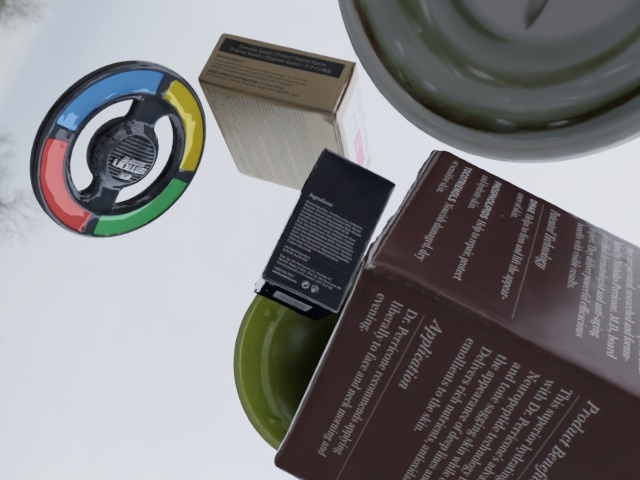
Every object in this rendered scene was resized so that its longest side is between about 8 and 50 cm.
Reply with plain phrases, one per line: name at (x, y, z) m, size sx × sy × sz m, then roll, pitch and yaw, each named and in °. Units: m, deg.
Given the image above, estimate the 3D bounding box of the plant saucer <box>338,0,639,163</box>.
plant saucer at (0.193, -0.267, 0.642) m, size 0.400 × 0.100 × 0.401 m, roll 7°, pitch -78°, yaw 37°

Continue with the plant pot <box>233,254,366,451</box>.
plant pot at (0.054, 0.182, 1.089) m, size 0.275 × 0.254 × 0.276 m, roll -6°, pitch -109°, yaw 18°

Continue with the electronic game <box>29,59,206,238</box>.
electronic game at (-0.233, -0.104, 0.915) m, size 0.048 × 0.229 × 0.229 m, roll 38°, pitch -72°, yaw 34°

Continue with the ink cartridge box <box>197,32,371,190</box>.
ink cartridge box at (-0.039, -0.160, 1.053) m, size 0.235 × 0.193 × 0.088 m, roll 74°, pitch 35°, yaw -62°

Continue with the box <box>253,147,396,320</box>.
box at (0.000, 0.000, 0.880) m, size 0.156 × 0.093 × 0.158 m, roll 133°, pitch -18°, yaw -78°

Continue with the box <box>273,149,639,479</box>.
box at (0.110, 0.081, 0.470) m, size 0.167 × 0.203 × 0.169 m, roll -52°, pitch 168°, yaw -56°
